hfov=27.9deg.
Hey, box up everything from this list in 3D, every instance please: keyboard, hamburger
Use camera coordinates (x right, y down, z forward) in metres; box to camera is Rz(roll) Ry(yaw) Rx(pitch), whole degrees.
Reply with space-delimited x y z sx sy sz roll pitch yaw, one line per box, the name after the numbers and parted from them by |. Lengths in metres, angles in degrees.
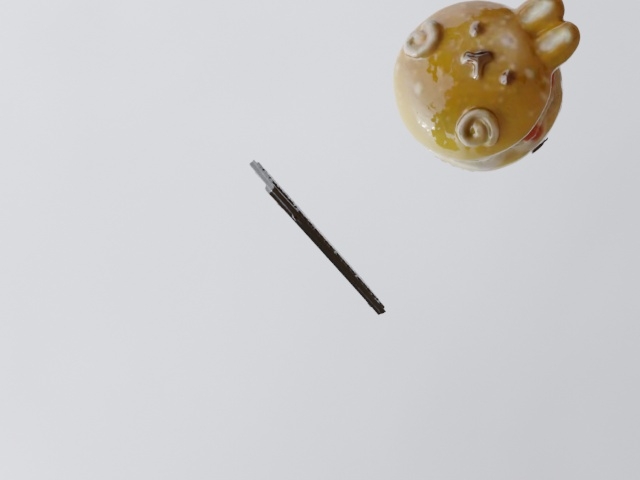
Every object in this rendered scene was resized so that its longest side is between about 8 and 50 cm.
0.000 0.000 1.889 0.018 0.101 0.309 -40 -53 2 | keyboard
0.267 -0.256 2.029 0.186 0.303 0.260 29 -138 -74 | hamburger
